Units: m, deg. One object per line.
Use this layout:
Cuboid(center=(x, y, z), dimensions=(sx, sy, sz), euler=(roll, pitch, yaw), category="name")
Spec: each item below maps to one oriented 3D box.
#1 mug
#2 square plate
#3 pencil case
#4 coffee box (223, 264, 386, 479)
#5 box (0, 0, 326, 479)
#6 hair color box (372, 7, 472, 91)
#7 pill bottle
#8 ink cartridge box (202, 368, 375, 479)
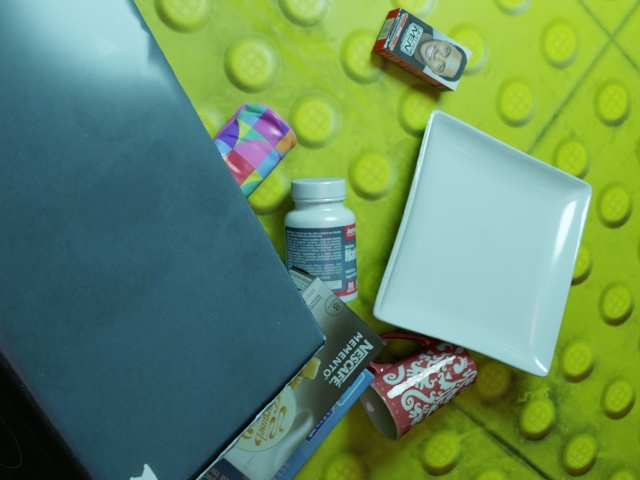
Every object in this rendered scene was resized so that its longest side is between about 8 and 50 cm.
Cuboid(center=(0.153, 0.215, 1.340), dimensions=(0.169, 0.113, 0.150), euler=(-27, 117, -20), category="mug")
Cuboid(center=(0.267, 0.011, 1.365), dimensions=(0.347, 0.049, 0.344), euler=(21, 78, -23), category="square plate")
Cuboid(center=(-0.140, -0.090, 1.188), dimensions=(0.236, 0.104, 0.104), euler=(-48, 111, -10), category="pencil case")
Cuboid(center=(-0.055, 0.174, 1.098), dimensions=(0.246, 0.098, 0.141), euler=(-48, 111, -9), category="coffee box")
Cuboid(center=(-0.332, 0.006, 0.888), dimensions=(0.297, 0.472, 0.480), euler=(-42, 112, -35), category="box")
Cuboid(center=(0.158, -0.294, 1.305), dimensions=(0.141, 0.043, 0.072), euler=(24, 87, -24), category="hair color box")
Cuboid(center=(0.000, 0.000, 1.249), dimensions=(0.108, 0.108, 0.180), euler=(-6, 100, -21), category="pill bottle")
Cuboid(center=(-0.156, 0.253, 1.205), dimensions=(0.270, 0.151, 0.395), euler=(43, 83, -21), category="ink cartridge box")
